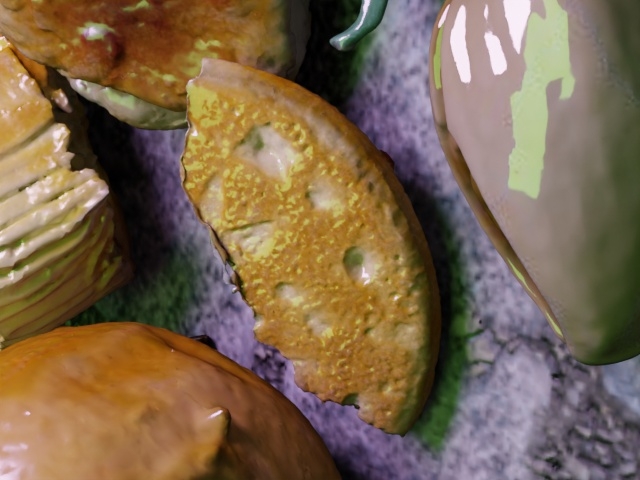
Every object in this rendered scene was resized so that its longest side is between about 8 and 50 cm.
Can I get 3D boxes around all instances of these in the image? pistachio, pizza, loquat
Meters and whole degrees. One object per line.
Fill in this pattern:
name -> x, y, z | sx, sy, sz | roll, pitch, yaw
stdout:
pistachio -> 0.128, -0.058, 0.690 | 0.153, 0.138, 0.238 | 1, 102, 5
pizza -> 0.000, 0.000, 0.829 | 0.127, 0.058, 0.246 | -37, 98, 16
loquat -> -0.131, 0.210, 0.834 | 0.328, 0.328, 0.328 | 9, 103, 39

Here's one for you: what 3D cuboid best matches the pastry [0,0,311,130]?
pastry -> -0.095, -0.168, 0.841 | 0.218, 0.100, 0.229 | 36, 118, -5

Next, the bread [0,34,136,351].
bread -> -0.225, -0.057, 0.961 | 0.250, 0.133, 0.179 | 52, 156, 20

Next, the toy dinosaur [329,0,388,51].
toy dinosaur -> 0.032, -0.259, 0.772 | 0.120, 0.079, 0.292 | -17, 84, 46

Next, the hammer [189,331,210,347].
hammer -> -0.135, 0.099, 1.016 | 0.178, 0.021, 0.065 | -3, 96, 43
